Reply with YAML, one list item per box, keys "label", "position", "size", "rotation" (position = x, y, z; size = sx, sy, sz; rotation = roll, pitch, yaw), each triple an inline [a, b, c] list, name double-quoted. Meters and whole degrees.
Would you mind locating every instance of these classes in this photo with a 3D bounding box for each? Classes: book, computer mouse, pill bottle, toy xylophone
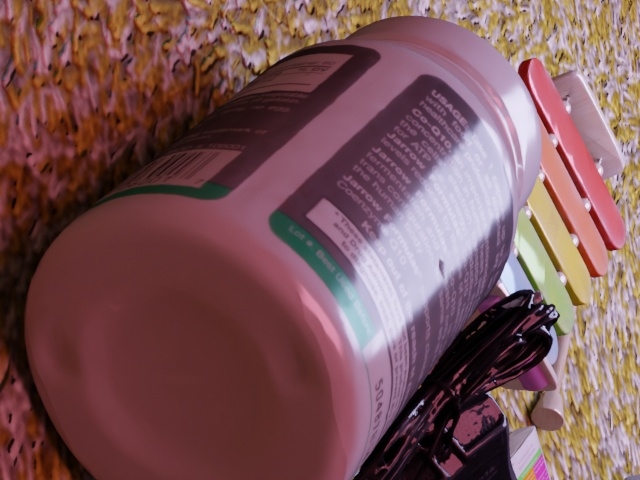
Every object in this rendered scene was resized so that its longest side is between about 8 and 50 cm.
- label: "book"
  position: [0.173, 0.234, 1.322]
  size: [0.096, 0.035, 0.144]
  rotation: [-26, 101, -60]
- label: "computer mouse"
  position: [0.077, 0.156, 1.091]
  size: [0.188, 0.072, 0.272]
  rotation: [-41, 147, -26]
- label: "pill bottle"
  position: [0.000, 0.000, 0.984]
  size: [0.361, 0.204, 0.204]
  rotation: [-45, 116, -53]
- label: "toy xylophone"
  position: [0.190, 0.010, 1.388]
  size: [0.236, 0.081, 0.323]
  rotation: [52, 39, -33]

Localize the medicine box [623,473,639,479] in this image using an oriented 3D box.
- label: "medicine box"
  position: [0.343, 0.383, 1.416]
  size: [0.263, 0.149, 0.289]
  rotation: [-46, 116, -53]
